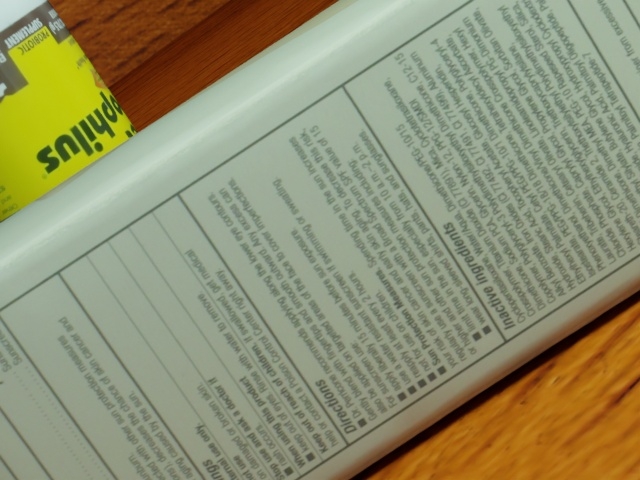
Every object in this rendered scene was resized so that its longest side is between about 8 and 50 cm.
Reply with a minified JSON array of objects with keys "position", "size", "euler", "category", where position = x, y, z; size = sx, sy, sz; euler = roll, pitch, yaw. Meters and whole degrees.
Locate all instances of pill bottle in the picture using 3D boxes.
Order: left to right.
[{"position":[-0.144,-0.021,0.851],"size":[0.117,0.215,0.117],"euler":[-31,14,9],"category":"pill bottle"}]

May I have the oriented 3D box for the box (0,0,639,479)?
[{"position":[0.000,0.000,0.615],"size":[0.311,0.148,0.121],"euler":[-32,13,0],"category":"box"}]
